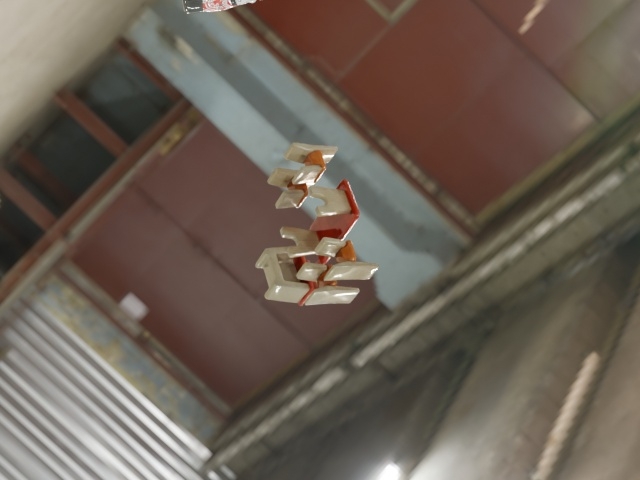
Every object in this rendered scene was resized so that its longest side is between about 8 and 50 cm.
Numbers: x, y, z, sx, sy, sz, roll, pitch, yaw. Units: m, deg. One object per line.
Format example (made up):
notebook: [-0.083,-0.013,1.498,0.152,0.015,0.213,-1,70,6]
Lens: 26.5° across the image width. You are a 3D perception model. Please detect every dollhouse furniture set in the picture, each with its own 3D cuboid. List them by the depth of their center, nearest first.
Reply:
dollhouse furniture set: [0.000,0.000,2.377,0.135,0.262,0.259,1,144,-30]

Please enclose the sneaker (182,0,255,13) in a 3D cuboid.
sneaker: [-0.146,-0.470,1.981,0.145,0.270,0.090,-8,-155,-6]
